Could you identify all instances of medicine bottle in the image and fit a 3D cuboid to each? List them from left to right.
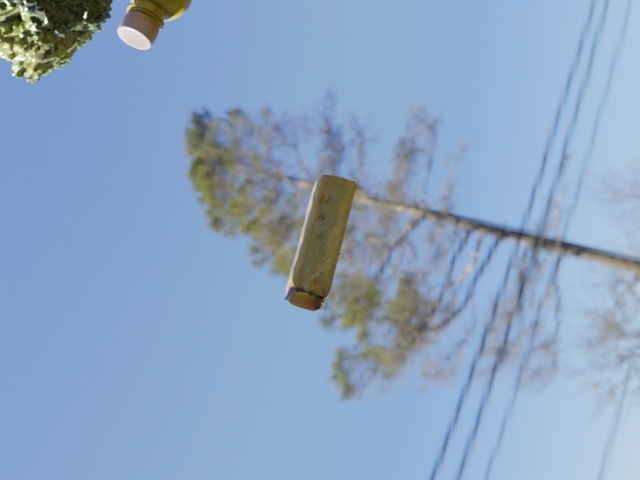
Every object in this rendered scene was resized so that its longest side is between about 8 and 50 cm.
[{"bbox_3d":[-0.293,-0.449,2.484,0.122,0.122,0.212,68,-138,-60],"label":"medicine bottle"}]

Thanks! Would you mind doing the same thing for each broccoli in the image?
[{"bbox_3d":[-0.477,-0.358,2.074,0.375,0.249,0.302,-13,-42,-34],"label":"broccoli"}]

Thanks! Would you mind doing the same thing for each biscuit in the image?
[{"bbox_3d":[0.000,0.000,1.748,0.052,0.056,0.188,109,177,-55],"label":"biscuit"}]
